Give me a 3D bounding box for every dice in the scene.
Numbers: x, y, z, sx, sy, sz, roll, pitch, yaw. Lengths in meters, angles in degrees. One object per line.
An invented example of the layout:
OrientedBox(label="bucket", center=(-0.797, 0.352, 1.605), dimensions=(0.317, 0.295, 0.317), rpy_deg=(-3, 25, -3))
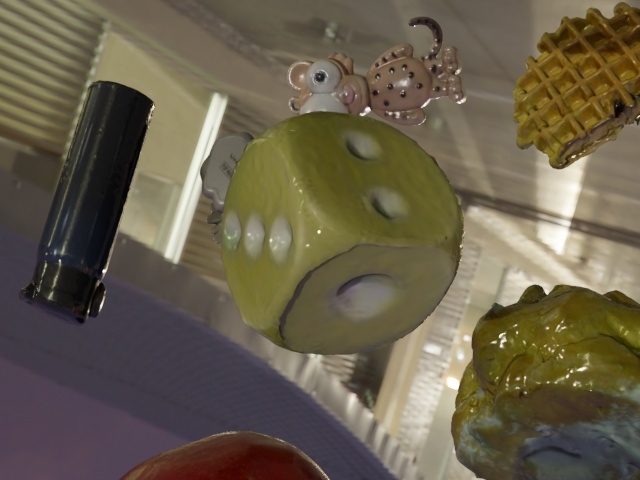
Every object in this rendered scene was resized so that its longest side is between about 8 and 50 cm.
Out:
OrientedBox(label="dice", center=(0.015, -0.006, 0.950), dimensions=(0.169, 0.166, 0.169), rpy_deg=(4, -135, -30))

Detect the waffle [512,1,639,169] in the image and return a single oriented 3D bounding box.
OrientedBox(label="waffle", center=(0.433, -0.245, 1.583), dimensions=(0.283, 0.310, 0.065), rpy_deg=(11, 161, 32))

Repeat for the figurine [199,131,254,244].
OrientedBox(label="figurine", center=(0.000, 0.000, 1.287), dimensions=(0.387, 0.166, 0.207), rpy_deg=(38, -173, -48))

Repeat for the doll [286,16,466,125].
OrientedBox(label="doll", center=(0.080, -0.231, 1.569), dimensions=(0.278, 0.154, 0.119), rpy_deg=(-18, 180, 17))

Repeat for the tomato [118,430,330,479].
OrientedBox(label="tomato", center=(-0.104, 0.385, 1.163), dimensions=(0.293, 0.325, 0.290), rpy_deg=(-12, 148, -28))

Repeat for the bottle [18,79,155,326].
OrientedBox(label="bottle", center=(-0.230, -0.037, 1.043), dimensions=(0.082, 0.245, 0.072), rpy_deg=(22, 161, -25))

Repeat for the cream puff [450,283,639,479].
OrientedBox(label="cream puff", center=(0.350, 0.197, 1.426), dimensions=(0.378, 0.275, 0.378), rpy_deg=(11, 133, 12))
